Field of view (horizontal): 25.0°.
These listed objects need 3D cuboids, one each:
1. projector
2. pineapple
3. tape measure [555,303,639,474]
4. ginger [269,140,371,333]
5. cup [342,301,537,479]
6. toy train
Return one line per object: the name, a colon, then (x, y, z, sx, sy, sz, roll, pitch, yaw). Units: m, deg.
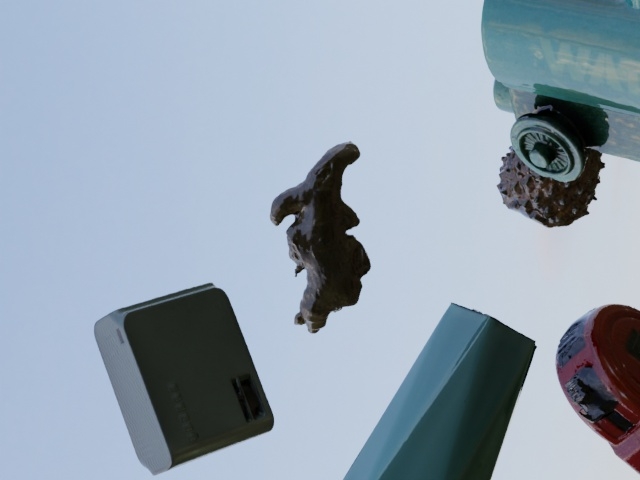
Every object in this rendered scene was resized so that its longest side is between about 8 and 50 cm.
projector: (-0.207, 0.208, 2.198, 0.198, 0.108, 0.250, -17, -99, -38)
pineapple: (0.385, -0.187, 2.095, 0.165, 0.165, 0.364, -48, -16, -55)
tape measure: (0.486, 0.222, 2.245, 0.114, 0.260, 0.253, -48, 2, 36)
ginger: (0.000, 0.002, 2.491, 0.080, 0.166, 0.333, -95, -1, -74)
cup: (0.127, 0.189, 1.502, 0.148, 0.134, 0.236, 32, -101, -49)
toy train: (0.211, -0.101, 0.903, 0.101, 0.248, 0.159, -51, -40, -27)
